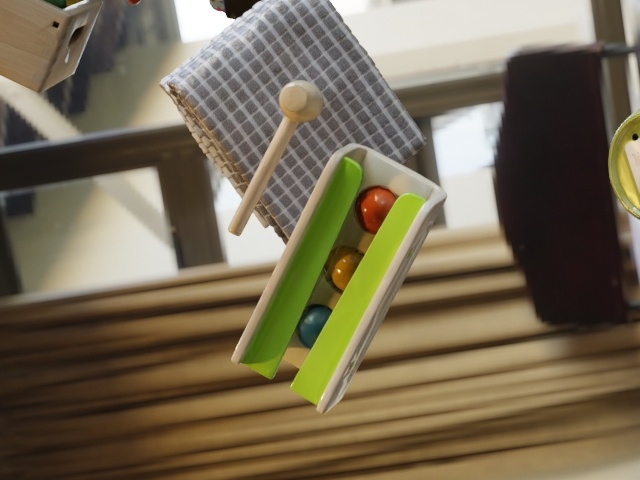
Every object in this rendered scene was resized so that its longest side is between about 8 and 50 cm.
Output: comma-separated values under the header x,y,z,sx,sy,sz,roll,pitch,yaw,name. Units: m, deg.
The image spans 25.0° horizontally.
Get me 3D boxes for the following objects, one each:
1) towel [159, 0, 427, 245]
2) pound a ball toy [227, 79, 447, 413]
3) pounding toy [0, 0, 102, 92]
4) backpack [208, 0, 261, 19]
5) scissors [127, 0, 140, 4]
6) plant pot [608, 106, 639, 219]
x,y,z,sx,sy,sz,roll,pitch,yaw,name
-0.027,-0.155,1.807,0.284,0.235,0.121,52,168,-16,towel
0.000,0.000,1.617,0.319,0.208,0.136,-64,-10,16,pound a ball toy
-0.328,-0.243,1.421,0.181,0.206,0.094,-69,4,-74,pounding toy
-0.061,-0.381,1.925,0.173,0.116,0.158,-53,-21,-24,backpack
-0.272,-0.399,1.595,0.297,0.021,0.109,65,176,-21,scissors
0.496,-0.107,1.768,0.274,0.293,0.275,17,112,48,plant pot
